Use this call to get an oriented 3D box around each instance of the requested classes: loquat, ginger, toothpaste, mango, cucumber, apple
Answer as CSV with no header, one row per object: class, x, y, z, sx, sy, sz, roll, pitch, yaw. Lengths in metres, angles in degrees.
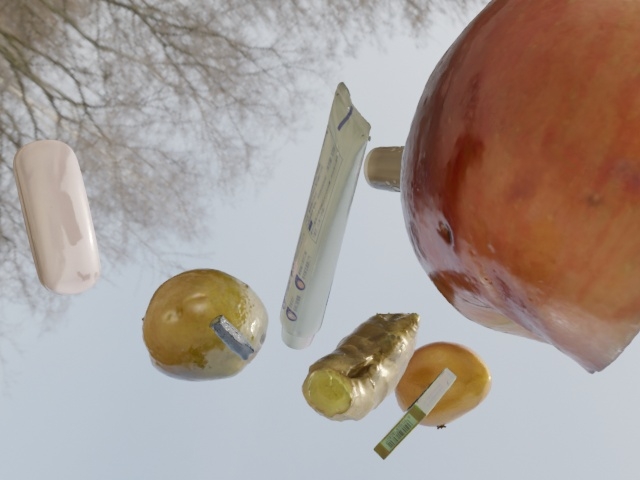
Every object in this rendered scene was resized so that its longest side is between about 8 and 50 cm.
loquat,-0.270,0.208,1.637,0.283,0.276,0.276,18,-116,9
ginger,0.055,0.131,0.756,0.115,0.081,0.205,-9,-170,15
toothpaste,0.000,0.000,0.472,0.218,0.033,0.052,104,-27,-44
mango,0.282,0.313,1.588,0.257,0.138,0.187,-37,-148,46
cucumber,-0.153,0.173,1.233,0.033,0.135,0.034,-32,-139,3
apple,0.138,-0.055,0.485,0.163,0.293,0.251,21,-99,9

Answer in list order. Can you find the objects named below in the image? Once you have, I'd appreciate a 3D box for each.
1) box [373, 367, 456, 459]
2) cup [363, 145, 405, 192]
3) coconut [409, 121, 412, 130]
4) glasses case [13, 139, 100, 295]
box,0.171,0.305,1.252,0.030,0.193,0.121,43,-66,14
cup,0.133,-0.118,1.121,0.099,0.074,0.102,10,-154,41
coconut,0.283,-0.271,1.779,0.116,0.122,0.116,-17,-148,11
glasses case,-0.497,-0.043,1.331,0.075,0.113,0.297,-5,-84,51
